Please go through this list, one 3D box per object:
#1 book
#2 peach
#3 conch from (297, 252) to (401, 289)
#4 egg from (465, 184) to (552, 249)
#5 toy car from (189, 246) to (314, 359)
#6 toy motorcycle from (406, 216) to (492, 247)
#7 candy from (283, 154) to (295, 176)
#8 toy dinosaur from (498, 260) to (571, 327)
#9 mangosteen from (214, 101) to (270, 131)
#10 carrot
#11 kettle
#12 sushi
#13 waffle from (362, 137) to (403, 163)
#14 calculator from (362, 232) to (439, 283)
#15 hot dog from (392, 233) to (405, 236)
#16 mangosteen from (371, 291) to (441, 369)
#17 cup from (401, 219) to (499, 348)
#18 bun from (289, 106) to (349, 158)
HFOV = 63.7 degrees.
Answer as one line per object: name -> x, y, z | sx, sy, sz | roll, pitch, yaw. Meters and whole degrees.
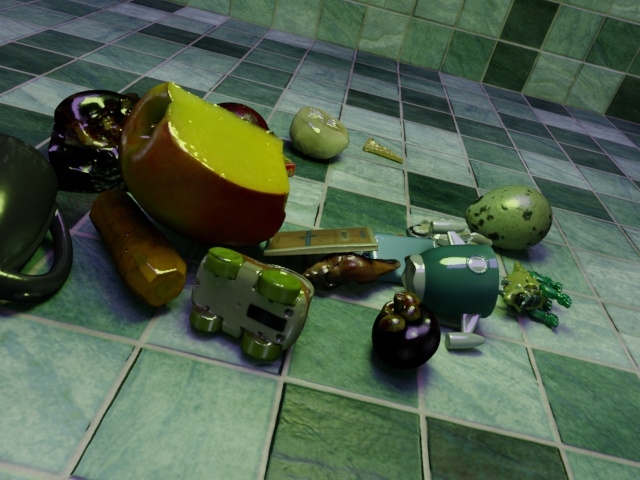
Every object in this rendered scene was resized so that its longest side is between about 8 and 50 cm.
book -> 0.000, -0.001, 1.147 | 0.241, 0.018, 0.170 | -3, 15, 0
peach -> -0.225, -0.110, 1.063 | 0.380, 0.306, 0.243 | 20, 54, -42
conch -> 0.064, 0.056, 1.104 | 0.232, 0.080, 0.086 | -12, 23, -5
egg -> 0.512, -0.063, 1.406 | 0.227, 0.177, 0.177 | 2, 32, 9
toy car -> -0.112, 0.097, 0.974 | 0.234, 0.145, 0.235 | 18, 15, -5
toy motorcycle -> 0.337, -0.010, 1.351 | 0.228, 0.074, 0.151 | 15, 29, 6
candy -> -0.132, -0.232, 1.520 | 0.062, 0.038, 0.122 | -13, 42, -36
toy dinosaur -> 0.501, 0.112, 1.227 | 0.153, 0.094, 0.259 | 27, 26, 12
mangosteen -> -0.241, -0.233, 1.353 | 0.214, 0.215, 0.258 | 14, 64, -1
carrot -> -0.360, 0.011, 1.006 | 0.114, 0.114, 0.302 | -12, 38, -35
kettle -> -0.569, -0.018, 0.909 | 0.268, 0.207, 0.290 | 28, 29, -35
sushi -> -0.511, -0.255, 1.245 | 0.226, 0.213, 0.216 | 3, 36, -16
waffle -> 0.228, -0.316, 1.804 | 0.152, 0.024, 0.097 | 21, 34, 12
calculator -> 0.197, 0.044, 1.209 | 0.210, 0.039, 0.121 | 6, 58, -13
hot dog -> 0.167, 0.021, 1.269 | 0.133, 0.041, 0.056 | -19, 45, -30
mangosteen -> 0.155, 0.160, 0.951 | 0.137, 0.152, 0.137 | -14, 31, 8
cup -> 0.269, 0.085, 1.104 | 0.173, 0.168, 0.300 | 2, 60, -4
bun -> -0.006, -0.329, 1.642 | 0.193, 0.128, 0.178 | 27, 33, -2
